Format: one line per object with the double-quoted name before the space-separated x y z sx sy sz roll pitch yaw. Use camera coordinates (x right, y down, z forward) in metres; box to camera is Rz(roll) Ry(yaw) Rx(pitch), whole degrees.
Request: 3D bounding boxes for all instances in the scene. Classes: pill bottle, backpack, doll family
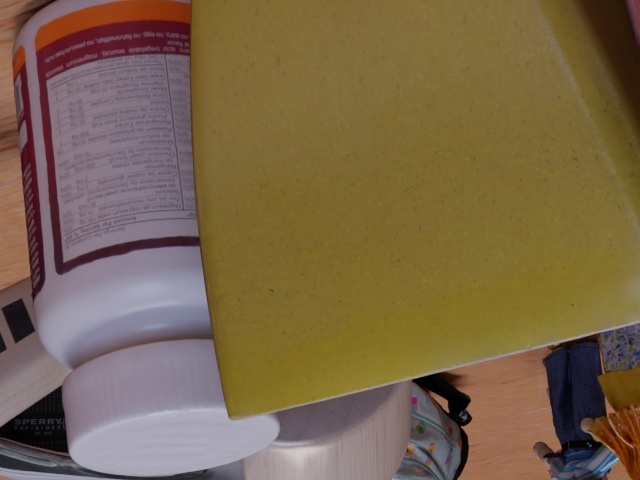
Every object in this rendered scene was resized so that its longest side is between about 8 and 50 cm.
"pill bottle" -0.083 -0.005 0.955 0.121 0.221 0.121 -7 158 -3
"backpack" 0.054 0.175 1.720 0.152 0.115 0.182 -7 159 11
"doll family" 0.239 0.150 1.628 0.118 0.163 0.263 5 159 -30

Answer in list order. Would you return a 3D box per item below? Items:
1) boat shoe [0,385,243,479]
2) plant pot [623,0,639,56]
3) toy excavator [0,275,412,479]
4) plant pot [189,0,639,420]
"boat shoe" -0.137 0.145 1.552 0.335 0.121 0.119 -7 166 9
"plant pot" 0.261 -0.143 0.647 0.265 0.272 0.272 -11 162 -9
"toy excavator" -0.232 0.070 1.070 0.445 0.433 0.222 -34 145 -25
"plant pot" 0.062 -0.061 0.842 0.212 0.187 0.212 -16 -174 27
